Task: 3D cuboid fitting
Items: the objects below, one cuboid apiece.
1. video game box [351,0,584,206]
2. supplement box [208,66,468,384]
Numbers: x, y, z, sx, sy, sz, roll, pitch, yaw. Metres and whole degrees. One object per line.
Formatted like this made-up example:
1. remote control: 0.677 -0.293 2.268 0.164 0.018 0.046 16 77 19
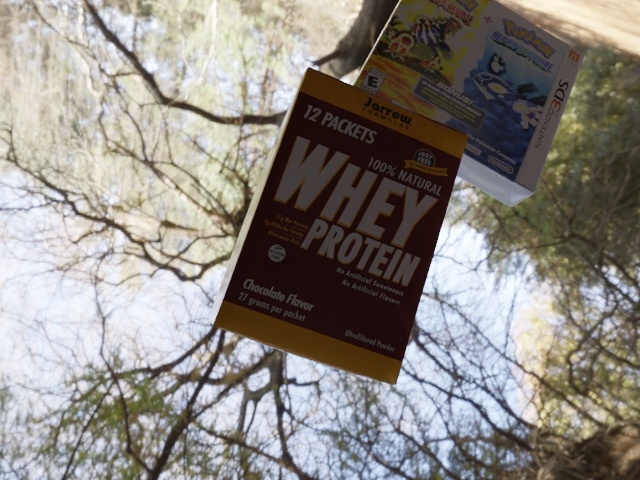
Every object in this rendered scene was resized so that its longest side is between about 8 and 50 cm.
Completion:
1. video game box: 0.151 -0.163 0.553 0.205 0.048 0.187 28 -112 -5
2. supplement box: 0.000 0.000 0.455 0.129 0.191 0.194 20 168 -9
